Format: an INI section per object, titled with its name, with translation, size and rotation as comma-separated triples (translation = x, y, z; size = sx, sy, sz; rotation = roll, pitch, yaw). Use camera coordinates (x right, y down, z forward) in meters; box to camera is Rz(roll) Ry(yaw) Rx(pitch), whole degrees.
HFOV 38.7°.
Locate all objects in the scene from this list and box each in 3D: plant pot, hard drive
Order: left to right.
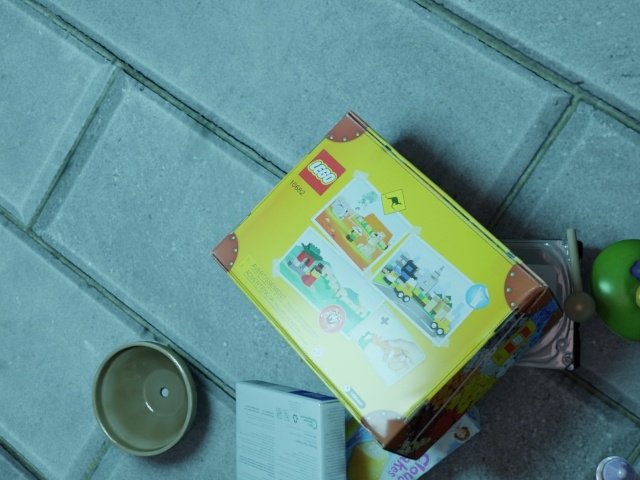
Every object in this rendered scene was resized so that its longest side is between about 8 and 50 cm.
[plant pot]
translation = -0.354, 0.327, 1.928
size = 0.237, 0.110, 0.237
rotation = 0, 90, 20
[hard drive]
translation = 0.309, 0.112, 1.694
size = 0.339, 0.064, 0.236
rotation = 2, 88, 28

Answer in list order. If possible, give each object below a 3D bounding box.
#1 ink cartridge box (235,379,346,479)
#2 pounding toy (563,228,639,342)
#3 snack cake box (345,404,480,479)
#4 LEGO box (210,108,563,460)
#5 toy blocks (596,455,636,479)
[ink cartridge box]
translation = -0.062, 0.450, 1.754
size = 0.324, 0.071, 0.330
rotation = -1, 91, 57
[pounding toy]
translation = 0.542, 0.071, 1.549
size = 0.237, 0.110, 0.182
rotation = 12, 73, -12
[snack cake box]
translation = 0.153, 0.366, 1.723
size = 0.152, 0.089, 0.264
rotation = 45, 107, -9
[LEGO box]
translation = 0.107, 0.073, 1.617
size = 0.372, 0.193, 0.500
rotation = -45, 62, 2
[toy blocks]
translation = 0.540, 0.542, 1.489
size = 0.309, 0.260, 0.288
rotation = 32, 81, 17
